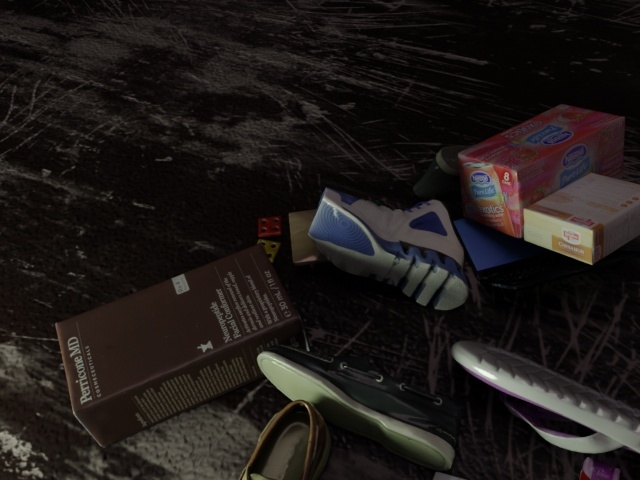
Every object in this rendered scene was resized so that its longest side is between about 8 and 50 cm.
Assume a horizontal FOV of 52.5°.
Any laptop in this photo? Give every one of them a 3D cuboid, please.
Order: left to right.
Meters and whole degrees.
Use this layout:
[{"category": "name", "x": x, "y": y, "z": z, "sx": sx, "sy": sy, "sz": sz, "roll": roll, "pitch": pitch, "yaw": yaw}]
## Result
[{"category": "laptop", "x": 0.397, "y": -0.009, "z": 1.187, "sx": 0.234, "sy": 0.264, "sz": 0.136, "roll": -15, "pitch": 92, "yaw": -5}]

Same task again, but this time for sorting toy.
[{"category": "sorting toy", "x": 0.000, "y": 0.000, "z": 1.289, "sx": 0.275, "sy": 0.046, "sz": 0.132, "roll": -7, "pitch": 49, "yaw": 0}]

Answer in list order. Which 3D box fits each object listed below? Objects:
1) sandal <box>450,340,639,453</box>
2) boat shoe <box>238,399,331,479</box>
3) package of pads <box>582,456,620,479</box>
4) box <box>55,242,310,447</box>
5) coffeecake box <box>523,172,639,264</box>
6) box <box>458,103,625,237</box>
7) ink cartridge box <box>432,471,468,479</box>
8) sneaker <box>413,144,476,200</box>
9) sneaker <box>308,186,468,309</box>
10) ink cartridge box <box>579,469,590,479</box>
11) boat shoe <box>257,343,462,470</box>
[{"category": "sandal", "x": 0.377, "y": 0.272, "z": 0.971, "sx": 0.416, "sy": 0.169, "sz": 0.102, "roll": 23, "pitch": 96, "yaw": 24}, {"category": "boat shoe", "x": -0.079, "y": 0.374, "z": 0.930, "sx": 0.123, "sy": 0.120, "sz": 0.324, "roll": 10, "pitch": 51, "yaw": 15}, {"category": "package of pads", "x": 0.402, "y": 0.363, "z": 0.941, "sx": 0.050, "sy": 0.032, "sz": 0.083, "roll": 18, "pitch": 54, "yaw": 17}, {"category": "box", "x": -0.232, "y": 0.171, "z": 1.113, "sx": 0.381, "sy": 0.143, "sz": 0.191, "roll": -23, "pitch": 51, "yaw": -11}, {"category": "coffeecake box", "x": 0.473, "y": -0.043, "z": 1.133, "sx": 0.185, "sy": 0.068, "sz": 0.142, "roll": -25, "pitch": 30, "yaw": -25}, {"category": "box", "x": 0.429, "y": -0.140, "z": 1.251, "sx": 0.300, "sy": 0.142, "sz": 0.154, "roll": -26, "pitch": 32, "yaw": -23}, {"category": "ink cartridge box", "x": 0.222, "y": 0.444, "z": 0.828, "sx": 0.239, "sy": 0.060, "sz": 0.275, "roll": 5, "pitch": 31, "yaw": 29}, {"category": "sneaker", "x": 0.302, "y": -0.137, "z": 1.356, "sx": 0.222, "sy": 0.118, "sz": 0.083, "roll": 2, "pitch": 60, "yaw": -30}, {"category": "sneaker", "x": 0.141, "y": -0.011, "z": 1.216, "sx": 0.316, "sy": 0.127, "sz": 0.182, "roll": 29, "pitch": 43, "yaw": -2}, {"category": "ink cartridge box", "x": 0.362, "y": 0.397, "z": 0.790, "sx": 0.045, "sy": 0.145, "sz": 0.179, "roll": -23, "pitch": 26, "yaw": 41}, {"category": "boat shoe", "x": 0.066, "y": 0.234, "z": 1.030, "sx": 0.340, "sy": 0.127, "sz": 0.113, "roll": 21, "pitch": 54, "yaw": 20}]
